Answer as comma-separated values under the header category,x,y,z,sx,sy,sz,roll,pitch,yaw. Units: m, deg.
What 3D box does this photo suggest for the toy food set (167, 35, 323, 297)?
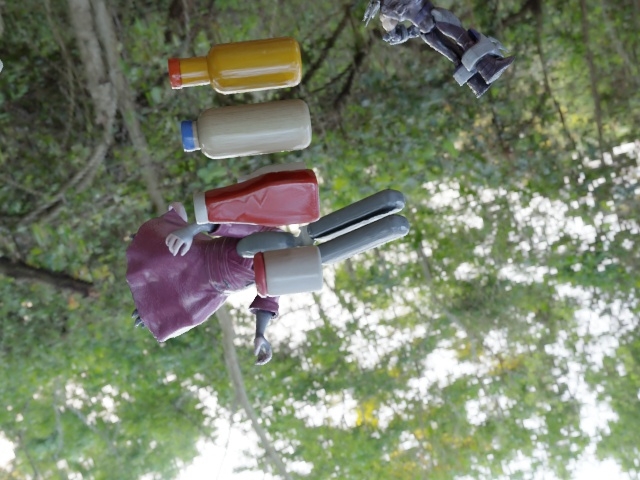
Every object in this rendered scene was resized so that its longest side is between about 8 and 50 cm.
category,x,y,z,sx,sy,sz,roll,pitch,yaw
toy food set,-0.058,-0.040,0.682,0.104,0.232,0.111,-7,-148,-5

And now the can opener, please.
category,x,y,z,sx,sy,sz,roll,pitch,yaw
can opener,0.000,0.000,1.182,0.280,0.074,0.093,-20,162,36

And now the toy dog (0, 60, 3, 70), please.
category,x,y,z,sx,sy,sz,roll,pitch,yaw
toy dog,-0.473,-0.217,0.683,0.285,0.395,0.408,-82,-162,-46

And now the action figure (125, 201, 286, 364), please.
category,x,y,z,sx,sy,sz,roll,pitch,yaw
action figure,-0.152,0.051,1.416,0.370,0.248,0.276,-12,-160,27

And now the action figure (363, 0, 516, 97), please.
category,x,y,z,sx,sy,sz,roll,pitch,yaw
action figure,0.188,-0.364,1.378,0.099,0.285,0.185,-48,-179,-29
